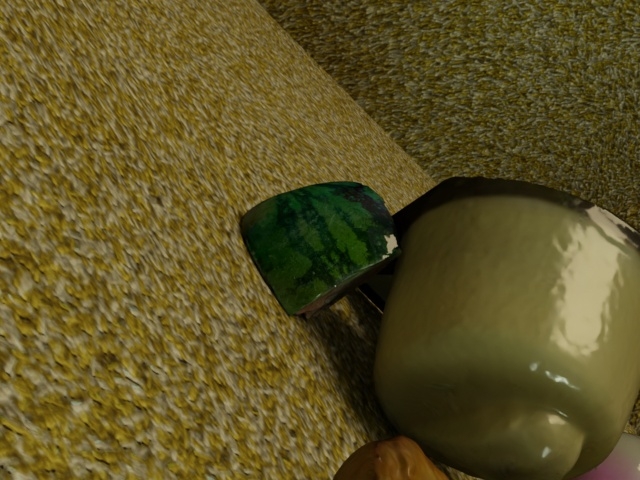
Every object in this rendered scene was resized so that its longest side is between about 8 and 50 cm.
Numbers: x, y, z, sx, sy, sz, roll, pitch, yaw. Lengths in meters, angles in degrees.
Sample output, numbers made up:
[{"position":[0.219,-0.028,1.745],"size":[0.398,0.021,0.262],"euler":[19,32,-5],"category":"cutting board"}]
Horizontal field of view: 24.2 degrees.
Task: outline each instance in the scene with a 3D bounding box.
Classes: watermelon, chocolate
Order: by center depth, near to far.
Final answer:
[{"position":[0.196,0.126,1.657],"size":[0.314,0.297,0.326],"euler":[35,-28,-15],"category":"chocolate"},{"position":[0.002,-0.017,1.701],"size":[0.128,0.146,0.231],"euler":[41,17,-43],"category":"watermelon"}]

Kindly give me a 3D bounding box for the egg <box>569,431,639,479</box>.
[{"position":[0.421,0.375,2.018],"size":[0.271,0.196,0.196],"euler":[39,14,-24],"category":"egg"}]

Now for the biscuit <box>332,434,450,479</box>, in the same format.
[{"position":[0.115,0.297,1.242],"size":[0.296,0.102,0.296],"euler":[47,8,-9],"category":"biscuit"}]

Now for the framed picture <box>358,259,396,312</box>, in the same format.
[{"position":[0.199,0.127,1.981],"size":[0.347,0.016,0.265],"euler":[46,-27,-26],"category":"framed picture"}]
